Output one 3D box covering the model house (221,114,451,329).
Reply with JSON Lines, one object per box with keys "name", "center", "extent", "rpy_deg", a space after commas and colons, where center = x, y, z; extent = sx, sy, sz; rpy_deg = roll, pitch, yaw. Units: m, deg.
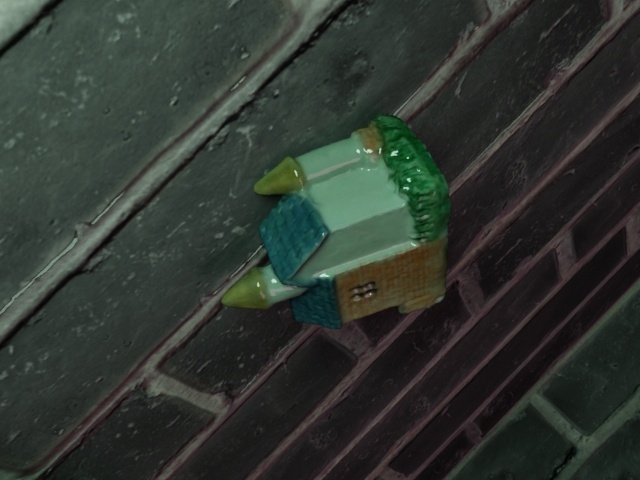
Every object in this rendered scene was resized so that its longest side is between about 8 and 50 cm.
{"name": "model house", "center": [0.000, 0.000, 0.956], "extent": [0.325, 0.194, 0.267], "rpy_deg": [-21, 141, -10]}
